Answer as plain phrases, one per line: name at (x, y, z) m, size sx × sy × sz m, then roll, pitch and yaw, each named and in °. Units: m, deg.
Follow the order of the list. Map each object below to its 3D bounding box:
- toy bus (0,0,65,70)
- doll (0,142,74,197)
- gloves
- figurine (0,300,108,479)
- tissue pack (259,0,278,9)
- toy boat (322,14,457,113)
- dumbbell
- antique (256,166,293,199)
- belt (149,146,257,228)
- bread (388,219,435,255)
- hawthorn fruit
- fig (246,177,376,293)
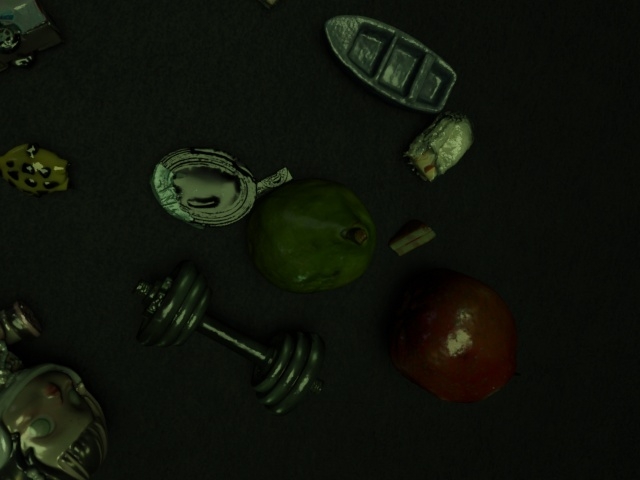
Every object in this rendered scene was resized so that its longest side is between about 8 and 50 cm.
toy bus at (-0.608, -0.331, 1.052) m, size 0.317 × 0.112 × 0.137 m, roll -28°, pitch 92°, yaw -8°
doll at (-0.585, -0.129, 1.091) m, size 0.292 × 0.086 × 0.117 m, roll 4°, pitch 126°, yaw -12°
gloves at (0.242, -0.199, 1.264) m, size 0.153 × 0.070 × 0.114 m, roll -42°, pitch 121°, yaw -3°
figurine at (-0.530, 0.298, 1.103) m, size 0.211 × 0.253 × 0.361 m, roll -33°, pitch 98°, yaw 38°
tissue pack at (-0.089, -0.492, 1.163) m, size 0.074 × 0.059 × 0.094 m, roll 40°, pitch 89°, yaw -16°
toy boat at (0.126, -0.346, 1.220) m, size 0.283 × 0.078 × 0.127 m, roll 26°, pitch 92°, yaw -14°
dumbbell at (-0.166, 0.186, 1.177) m, size 0.406 × 0.179 × 0.179 m, roll 32°, pitch 90°, yaw -15°
antique at (-0.143, -0.086, 1.228) m, size 0.192 × 0.015 × 0.031 m, roll -31°, pitch 103°, yaw -7°
belt at (-0.219, -0.097, 1.173) m, size 0.199 × 0.078 × 0.151 m, roll 12°, pitch 90°, yaw -8°
bread at (0.195, -0.015, 1.293) m, size 0.043 × 0.109 × 0.062 m, roll 43°, pitch 44°, yaw -18°
hawthorn fruit at (0.290, 0.200, 1.247) m, size 0.301 × 0.254 × 0.253 m, roll 25°, pitch 92°, yaw -17°
fig at (0.006, 0.012, 1.139) m, size 0.233 × 0.314 × 0.232 m, roll -17°, pitch 122°, yaw -29°
